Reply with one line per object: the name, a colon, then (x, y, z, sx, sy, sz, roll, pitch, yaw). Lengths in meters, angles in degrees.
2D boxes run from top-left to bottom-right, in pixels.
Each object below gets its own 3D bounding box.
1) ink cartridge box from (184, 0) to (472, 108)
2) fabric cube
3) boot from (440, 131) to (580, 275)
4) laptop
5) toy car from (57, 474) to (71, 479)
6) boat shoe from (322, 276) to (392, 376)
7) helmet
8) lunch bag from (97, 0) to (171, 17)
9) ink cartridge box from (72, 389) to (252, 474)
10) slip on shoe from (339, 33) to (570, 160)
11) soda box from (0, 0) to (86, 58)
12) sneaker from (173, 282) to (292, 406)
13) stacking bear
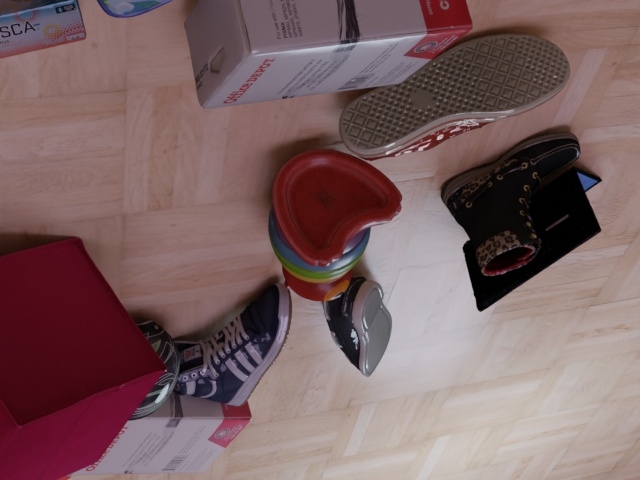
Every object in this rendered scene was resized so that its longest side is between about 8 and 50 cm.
ink cartridge box: (0.001, -0.245, 1.195, 0.273, 0.114, 0.197, -12, 174, -23)
fabric cube: (-0.424, 0.188, 1.478, 0.259, 0.254, 0.258, -16, 152, -48)
boot: (0.325, -0.056, 1.648, 0.236, 0.178, 0.085, -25, 141, 8)
laptop: (0.369, 0.001, 1.736, 0.234, 0.264, 0.137, -38, 121, 23)
toy car: (-0.586, 0.483, 2.032, 0.239, 0.053, 0.225, -3, 142, -25)
boat shoe: (0.064, 0.146, 1.880, 0.114, 0.091, 0.302, -57, 157, -28)
helmet: (-0.314, 0.213, 1.720, 0.162, 0.169, 0.169, 6, 141, -8)
lunch bag: (-0.185, -0.344, 1.069, 0.176, 0.090, 0.219, -23, 147, -1)
ink cartridge box: (-0.303, 0.331, 1.913, 0.283, 0.117, 0.207, 8, 137, -36)
slip on shoe: (0.185, -0.196, 1.460, 0.331, 0.123, 0.101, -22, 169, 1)
soda box: (-0.356, -0.241, 1.146, 0.183, 0.058, 0.063, -15, 145, -10)
sneaker: (-0.162, 0.177, 1.793, 0.153, 0.099, 0.282, 12, 127, -24)
stacking bear: (0.000, 0.000, 1.583, 0.175, 0.164, 0.289, -36, 162, -19)
